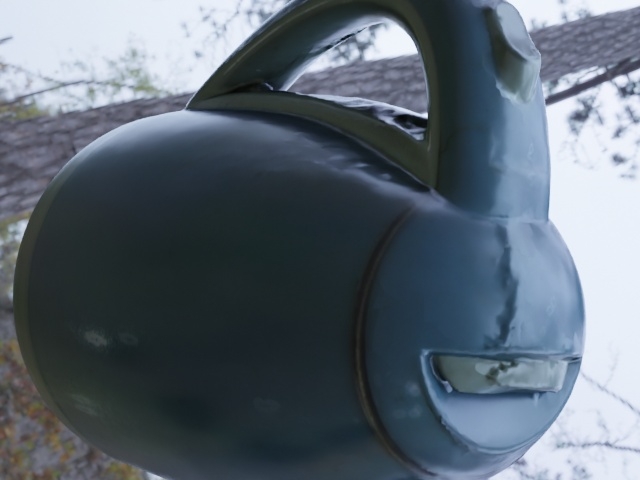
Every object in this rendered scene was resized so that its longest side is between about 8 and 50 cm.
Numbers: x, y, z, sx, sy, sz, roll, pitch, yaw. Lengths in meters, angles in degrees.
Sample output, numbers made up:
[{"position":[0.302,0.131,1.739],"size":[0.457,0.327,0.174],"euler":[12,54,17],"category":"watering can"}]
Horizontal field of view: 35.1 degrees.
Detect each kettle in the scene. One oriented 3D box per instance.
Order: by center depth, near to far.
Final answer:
[{"position":[0.000,0.000,0.582],"size":[0.342,0.247,0.320],"euler":[1,-93,55],"category":"kettle"}]
